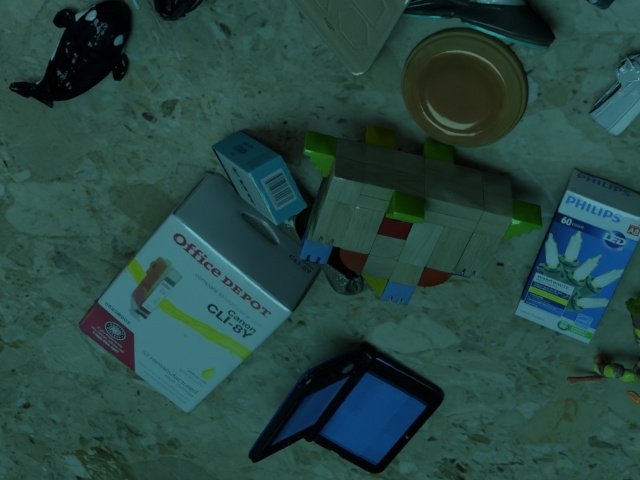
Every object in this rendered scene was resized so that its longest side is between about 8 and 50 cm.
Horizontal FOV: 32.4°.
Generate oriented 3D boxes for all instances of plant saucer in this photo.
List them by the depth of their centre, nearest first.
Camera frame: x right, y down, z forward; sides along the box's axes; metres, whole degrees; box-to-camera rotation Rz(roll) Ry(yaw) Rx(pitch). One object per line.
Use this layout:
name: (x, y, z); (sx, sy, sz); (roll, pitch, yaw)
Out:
plant saucer: (0.218, -0.228, 1.701); (0.200, 0.037, 0.199); (11, 126, 15)

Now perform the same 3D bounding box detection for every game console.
game console: (0.045, 0.353, 2.090); (0.173, 0.250, 0.293); (49, 131, 21)

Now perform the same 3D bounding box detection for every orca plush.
orca plush: (-0.438, -0.304, 1.882); (0.287, 0.102, 0.151); (-18, 114, 32)

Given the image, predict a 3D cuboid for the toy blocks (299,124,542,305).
toy blocks: (0.130, -0.011, 1.790); (0.382, 0.190, 0.260); (12, 134, -7)

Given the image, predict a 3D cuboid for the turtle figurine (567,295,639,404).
turtle figurine: (0.543, 0.197, 1.820); (0.270, 0.087, 0.217); (6, 124, 20)

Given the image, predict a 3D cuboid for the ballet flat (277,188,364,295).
ballet flat: (0.000, 0.000, 1.913); (0.249, 0.084, 0.058); (54, 155, -21)

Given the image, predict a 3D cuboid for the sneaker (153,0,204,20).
sneaker: (-0.194, -0.427, 1.685); (0.079, 0.121, 0.216); (27, 128, 3)

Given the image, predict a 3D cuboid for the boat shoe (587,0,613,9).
boat shoe: (0.285, -0.416, 1.508); (0.301, 0.108, 0.102); (27, 127, -5)

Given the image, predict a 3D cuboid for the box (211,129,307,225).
box: (-0.103, -0.106, 1.803); (0.060, 0.244, 0.100); (-31, 113, -9)

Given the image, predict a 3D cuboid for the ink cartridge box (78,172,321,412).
ink cartridge box: (-0.227, 0.102, 2.032); (0.279, 0.160, 0.384); (40, 128, -6)

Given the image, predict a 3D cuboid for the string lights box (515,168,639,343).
string lights box: (0.418, 0.027, 1.764); (0.133, 0.076, 0.259); (21, 128, 10)

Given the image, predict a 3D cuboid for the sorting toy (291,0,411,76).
sorting toy: (0.043, -0.369, 1.622); (0.193, 0.038, 0.208); (52, 149, 9)

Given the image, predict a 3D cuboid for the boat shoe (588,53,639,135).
boat shoe: (0.453, -0.233, 1.588); (0.063, 0.066, 0.184); (31, 138, -1)

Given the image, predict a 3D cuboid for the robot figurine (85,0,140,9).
robot figurine: (-0.394, -0.501, 1.668); (0.353, 0.199, 0.300); (37, 144, -4)

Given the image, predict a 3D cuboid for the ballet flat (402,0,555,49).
ballet flat: (0.207, -0.351, 1.591); (0.281, 0.095, 0.096); (15, 115, 13)
